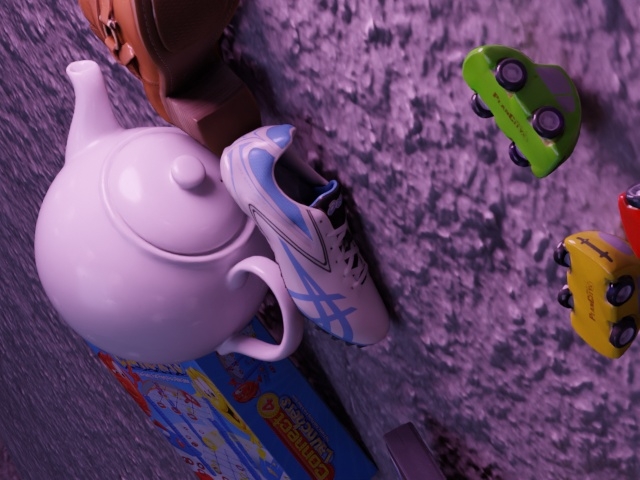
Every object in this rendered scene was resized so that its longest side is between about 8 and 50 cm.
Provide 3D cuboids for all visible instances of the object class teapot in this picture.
[{"bbox_3d":[-0.143,-0.013,1.801,0.187,0.256,0.252,123,155,-52],"label":"teapot"}]

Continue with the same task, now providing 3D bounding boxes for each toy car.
[{"bbox_3d":[0.179,-0.045,1.249,0.225,0.053,0.239,54,159,8],"label":"toy car"}]

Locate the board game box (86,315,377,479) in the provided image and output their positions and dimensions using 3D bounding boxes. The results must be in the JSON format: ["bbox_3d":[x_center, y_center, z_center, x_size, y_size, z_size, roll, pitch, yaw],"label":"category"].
[{"bbox_3d":[-0.121,0.163,2.099,0.302,0.086,0.308,52,158,-17],"label":"board game box"}]

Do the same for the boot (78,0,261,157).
[{"bbox_3d":[-0.153,-0.226,1.700,0.220,0.109,0.283,43,163,43],"label":"boot"}]

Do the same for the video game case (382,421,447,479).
[{"bbox_3d":[0.152,0.342,1.784,0.275,0.035,0.248,-122,8,-49],"label":"video game case"}]

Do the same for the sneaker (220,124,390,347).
[{"bbox_3d":[0.000,0.000,1.698,0.086,0.085,0.237,-21,115,32],"label":"sneaker"}]
